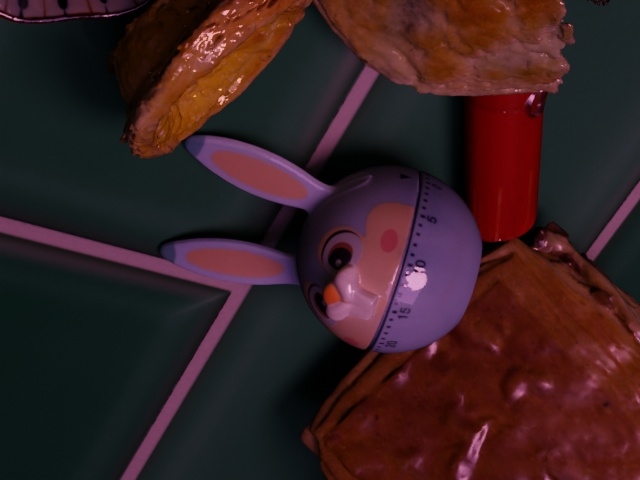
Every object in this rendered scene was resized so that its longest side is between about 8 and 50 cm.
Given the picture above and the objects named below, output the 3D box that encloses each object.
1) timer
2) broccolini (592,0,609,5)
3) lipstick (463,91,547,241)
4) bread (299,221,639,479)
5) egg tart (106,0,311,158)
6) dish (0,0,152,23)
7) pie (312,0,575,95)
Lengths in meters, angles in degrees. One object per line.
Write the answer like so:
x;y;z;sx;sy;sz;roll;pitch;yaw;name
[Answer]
0.013;0.012;0.967;0.255;0.175;0.175;5;124;-23;timer
0.277;-0.231;0.964;0.140;0.035;0.030;-23;135;-5;broccolini
0.153;-0.122;0.977;0.073;0.073;0.280;-15;131;-10;lipstick
0.180;0.169;1.115;0.324;0.277;0.167;-43;169;7;bread
-0.083;-0.140;0.830;0.191;0.191;0.074;-42;90;12;egg tart
-0.169;-0.237;0.765;0.190;0.066;0.191;-11;127;-15;dish
0.106;-0.224;0.789;0.337;0.075;0.337;14;143;11;pie
